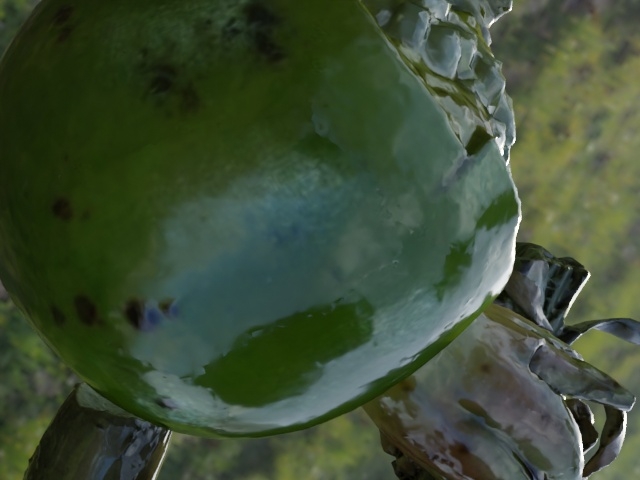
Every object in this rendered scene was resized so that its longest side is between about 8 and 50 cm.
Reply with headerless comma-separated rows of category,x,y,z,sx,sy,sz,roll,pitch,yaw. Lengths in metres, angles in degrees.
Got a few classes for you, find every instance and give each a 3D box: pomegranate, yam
pomegranate,0.000,0.000,0.675,0.236,0.302,0.236,-31,-156,16
yam,-0.176,0.252,0.863,0.083,0.083,0.372,27,86,-83

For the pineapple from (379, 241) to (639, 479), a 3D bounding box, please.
pineapple,0.080,0.132,0.912,0.262,0.262,0.272,3,101,-83
